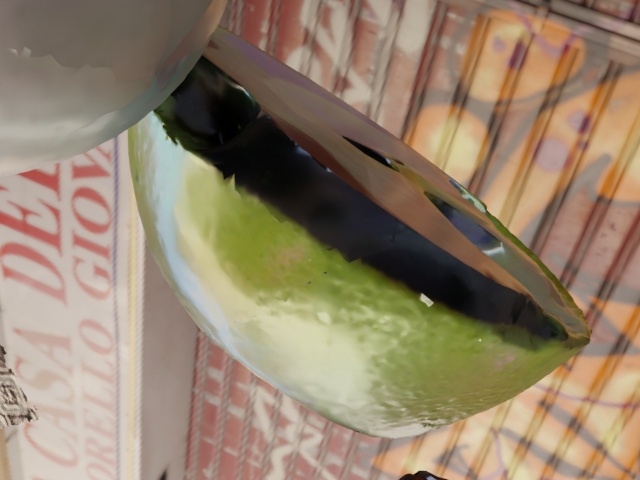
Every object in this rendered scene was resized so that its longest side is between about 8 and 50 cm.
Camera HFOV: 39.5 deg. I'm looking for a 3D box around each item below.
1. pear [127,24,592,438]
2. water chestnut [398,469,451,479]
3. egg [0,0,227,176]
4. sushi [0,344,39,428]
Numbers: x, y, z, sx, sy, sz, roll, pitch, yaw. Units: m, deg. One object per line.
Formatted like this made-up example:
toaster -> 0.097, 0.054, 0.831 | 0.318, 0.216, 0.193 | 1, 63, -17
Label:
pear -> 0.001, 0.004, 0.681 | 0.165, 0.399, 0.399 | -55, -11, 13
water chestnut -> 0.113, 0.221, 0.305 | 0.289, 0.244, 0.289 | -164, 90, -86
egg -> -0.191, -0.178, 0.369 | 0.354, 0.340, 0.354 | -51, -8, -10
sushi -> -0.289, 0.083, 0.679 | 0.031, 0.201, 0.139 | -33, -77, -54
